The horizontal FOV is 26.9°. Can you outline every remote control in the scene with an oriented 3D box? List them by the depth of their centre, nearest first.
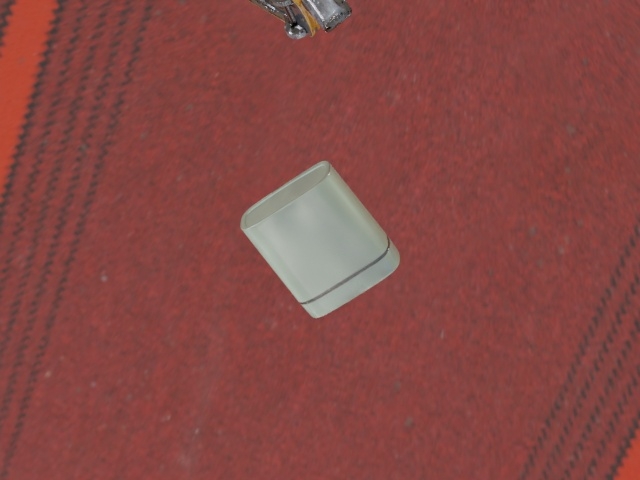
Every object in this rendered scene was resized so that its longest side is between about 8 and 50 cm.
[{"bbox_3d":[-0.010,-0.248,1.302,0.039,0.014,0.096,-36,88,27],"label":"remote control"}]

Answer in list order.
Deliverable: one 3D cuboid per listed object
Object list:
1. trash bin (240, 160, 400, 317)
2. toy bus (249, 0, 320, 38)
[{"bbox_3d":[0.000,0.000,1.393,0.116,0.059,0.130,-33,114,13],"label":"trash bin"},{"bbox_3d":[-0.068,-0.340,1.716,0.194,0.083,0.088,34,77,28],"label":"toy bus"}]
